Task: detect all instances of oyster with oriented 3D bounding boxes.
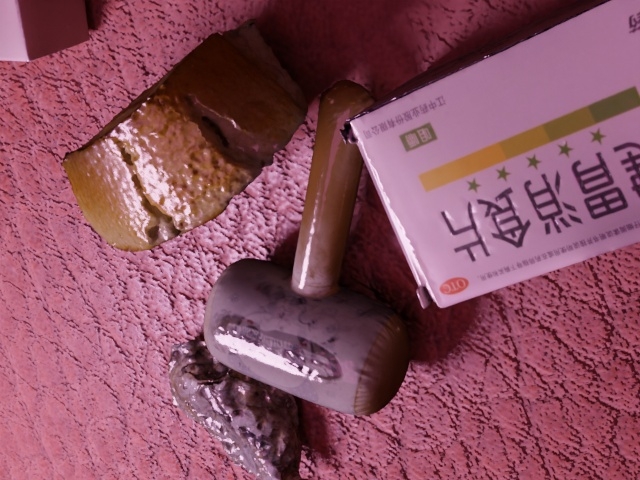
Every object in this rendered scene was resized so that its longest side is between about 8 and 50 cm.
[{"bbox_3d":[-0.086,0.172,1.349,0.177,0.064,0.125,27,127,21],"label":"oyster"}]

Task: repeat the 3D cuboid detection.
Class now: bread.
[{"bbox_3d":[-0.122,-0.083,1.178,0.124,0.186,0.257,53,141,-7],"label":"bread"}]

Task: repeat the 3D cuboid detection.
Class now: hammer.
[{"bbox_3d":[0.000,0.000,1.194,0.202,0.113,0.305,18,115,21],"label":"hammer"}]

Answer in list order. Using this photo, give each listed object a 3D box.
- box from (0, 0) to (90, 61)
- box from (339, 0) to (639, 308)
[{"bbox_3d":[-0.358,-0.286,1.283,0.252,0.106,0.203,7,114,28],"label":"box"},{"bbox_3d":[0.198,-0.086,0.998,0.333,0.145,0.173,-22,97,36],"label":"box"}]
